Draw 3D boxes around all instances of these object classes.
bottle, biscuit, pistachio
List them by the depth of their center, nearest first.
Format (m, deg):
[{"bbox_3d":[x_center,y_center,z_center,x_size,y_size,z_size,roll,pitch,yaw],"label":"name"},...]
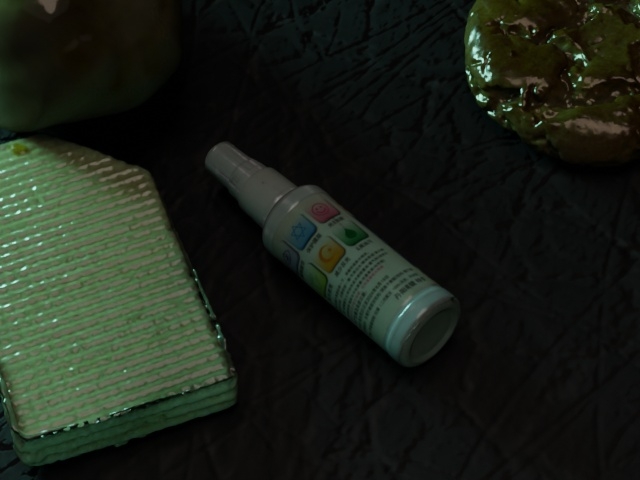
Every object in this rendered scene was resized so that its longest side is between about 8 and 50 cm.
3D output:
[{"bbox_3d":[0.000,0.000,1.069,0.060,0.060,0.217,-38,60,-22],"label":"bottle"},{"bbox_3d":[-0.164,0.027,1.069,0.150,0.052,0.252,-18,55,-13],"label":"biscuit"},{"bbox_3d":[0.213,-0.146,1.173,0.226,0.042,0.226,-2,51,3],"label":"biscuit"},{"bbox_3d":[-0.202,-0.186,1.177,0.197,0.166,0.288,-52,40,14],"label":"pistachio"}]
